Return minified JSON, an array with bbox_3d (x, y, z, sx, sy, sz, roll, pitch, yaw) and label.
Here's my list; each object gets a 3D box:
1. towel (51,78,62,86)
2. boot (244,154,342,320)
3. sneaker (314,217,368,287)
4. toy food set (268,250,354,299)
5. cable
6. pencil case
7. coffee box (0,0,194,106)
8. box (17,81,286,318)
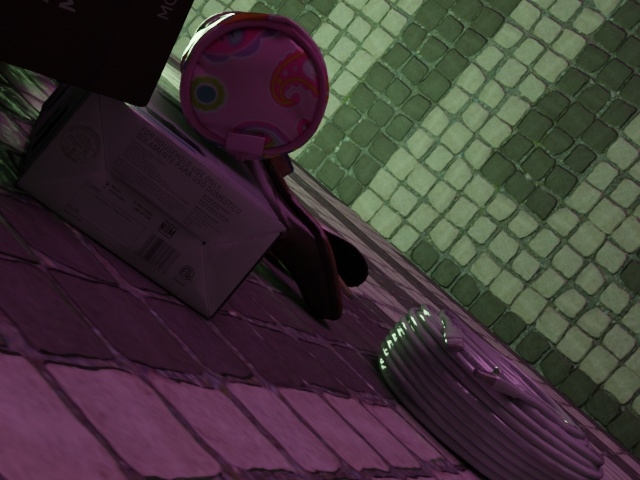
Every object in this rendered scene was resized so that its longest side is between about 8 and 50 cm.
[{"bbox_3d":[-0.298,-0.199,1.142,0.152,0.023,0.113,42,7,23],"label":"towel"},{"bbox_3d":[-0.061,-0.005,0.987,0.219,0.106,0.082,65,-22,6],"label":"boot"},{"bbox_3d":[0.000,0.000,1.332,0.161,0.057,0.075,35,12,-19],"label":"sneaker"},{"bbox_3d":[-0.039,0.012,1.143,0.132,0.038,0.192,54,8,37],"label":"toy food set"},{"bbox_3d":[0.174,0.169,0.995,0.257,0.089,0.257,39,5,-13],"label":"cable"},{"bbox_3d":[-0.065,-0.144,0.866,0.124,0.124,0.284,38,5,-14],"label":"pencil case"},{"bbox_3d":[-0.164,-0.240,0.662,0.119,0.168,0.297,16,26,-29],"label":"coffee box"},{"bbox_3d":[-0.140,-0.065,0.781,0.169,0.087,0.290,38,6,-19],"label":"box"}]
